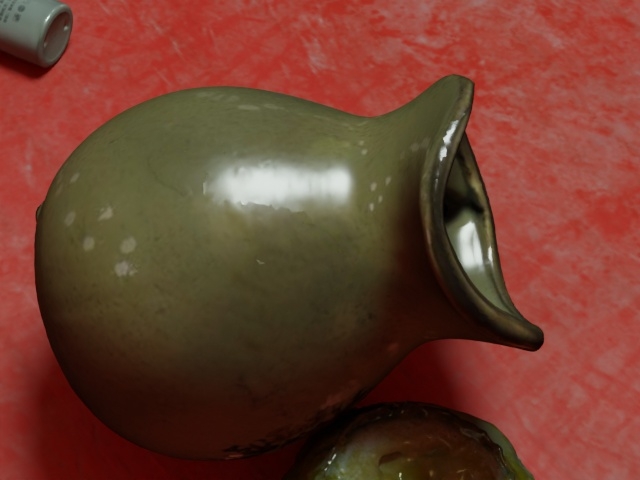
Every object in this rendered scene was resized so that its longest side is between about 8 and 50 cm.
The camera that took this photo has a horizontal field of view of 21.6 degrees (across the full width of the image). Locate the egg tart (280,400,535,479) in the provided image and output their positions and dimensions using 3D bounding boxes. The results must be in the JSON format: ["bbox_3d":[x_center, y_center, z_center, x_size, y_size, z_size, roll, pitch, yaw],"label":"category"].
[{"bbox_3d":[0.064,0.173,1.082,0.197,0.078,0.197,4,52,-5],"label":"egg tart"}]

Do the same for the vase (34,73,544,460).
[{"bbox_3d":[0.000,0.000,1.106,0.302,0.240,0.329,-15,5,19],"label":"vase"}]

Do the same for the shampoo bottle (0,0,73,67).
[{"bbox_3d":[-0.297,-0.199,1.363,0.195,0.056,0.056,23,54,14],"label":"shampoo bottle"}]
